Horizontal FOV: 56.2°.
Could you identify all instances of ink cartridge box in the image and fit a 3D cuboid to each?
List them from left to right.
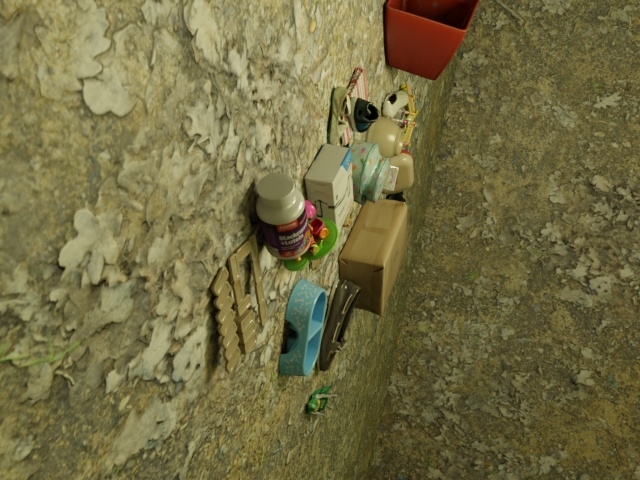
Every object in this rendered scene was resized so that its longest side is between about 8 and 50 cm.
[{"bbox_3d":[0.028,-0.140,1.654,0.203,0.086,0.148,82,27,-49],"label":"ink cartridge box"}]

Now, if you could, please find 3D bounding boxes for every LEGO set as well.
[{"bbox_3d":[0.300,-0.477,2.323,0.132,0.107,0.286,-163,-100,-72],"label":"LEGO set"}]

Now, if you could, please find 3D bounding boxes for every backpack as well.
[{"bbox_3d":[0.135,-0.214,1.853,0.165,0.145,0.188,-63,156,-23],"label":"backpack"}]

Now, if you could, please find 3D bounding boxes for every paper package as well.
[{"bbox_3d":[0.202,0.060,2.229,0.309,0.168,0.324,84,24,-47],"label":"paper package"}]

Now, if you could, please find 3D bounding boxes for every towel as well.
[{"bbox_3d":[0.093,-0.397,1.778,0.144,0.029,0.197,74,36,-58],"label":"towel"}]

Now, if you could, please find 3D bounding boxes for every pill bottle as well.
[{"bbox_3d":[-0.084,-0.054,1.319,0.193,0.108,0.108,81,28,-51],"label":"pill bottle"}]

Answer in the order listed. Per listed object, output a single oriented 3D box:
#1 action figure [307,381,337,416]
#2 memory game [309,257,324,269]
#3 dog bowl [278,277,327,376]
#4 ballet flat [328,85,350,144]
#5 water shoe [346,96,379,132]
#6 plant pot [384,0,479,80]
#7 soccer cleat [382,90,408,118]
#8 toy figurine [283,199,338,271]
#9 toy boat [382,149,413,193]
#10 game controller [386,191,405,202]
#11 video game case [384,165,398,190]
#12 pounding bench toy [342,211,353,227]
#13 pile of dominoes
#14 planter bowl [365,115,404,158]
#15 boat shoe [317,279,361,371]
[{"bbox_3d":[0.000,0.587,2.164,0.232,0.064,0.137,24,82,-69],"label":"action figure"},{"bbox_3d":[0.000,0.000,1.796,0.186,0.012,0.186,13,90,-72],"label":"memory game"},{"bbox_3d":[-0.046,0.260,1.736,0.166,0.074,0.297,-33,134,-67],"label":"dog bowl"},{"bbox_3d":[0.054,-0.337,1.646,0.057,0.053,0.168,-51,149,-56],"label":"ballet flat"},{"bbox_3d":[0.134,-0.357,1.754,0.203,0.080,0.072,18,89,-72],"label":"water shoe"},{"bbox_3d":[0.359,-0.709,2.037,0.235,0.268,0.267,101,13,-50],"label":"plant pot"},{"bbox_3d":[0.280,-0.521,2.223,0.196,0.068,0.076,-55,150,-45],"label":"soccer cleat"},{"bbox_3d":[-0.055,-0.030,1.485,0.173,0.130,0.159,-47,141,-12],"label":"toy figurine"},{"bbox_3d":[0.271,-0.284,2.295,0.231,0.151,0.151,75,3,-57],"label":"toy boat"},{"bbox_3d":[0.304,-0.116,2.636,0.319,0.067,0.166,-63,144,-40],"label":"game controller"},{"bbox_3d":[0.217,-0.232,2.164,0.011,0.122,0.087,-153,-107,-70],"label":"video game case"},{"bbox_3d":[0.073,-0.087,1.895,0.065,0.052,0.083,23,81,-73],"label":"pounding bench toy"},{"bbox_3d":[-0.185,0.136,1.300,0.196,0.040,0.251,-50,141,-55],"label":"pile of dominoes"},{"bbox_3d":[0.233,-0.355,2.117,0.162,0.109,0.162,13,90,-74],"label":"planter bowl"},{"bbox_3d":[0.063,0.303,2.081,0.112,0.096,0.335,-5,107,-72],"label":"boat shoe"}]
